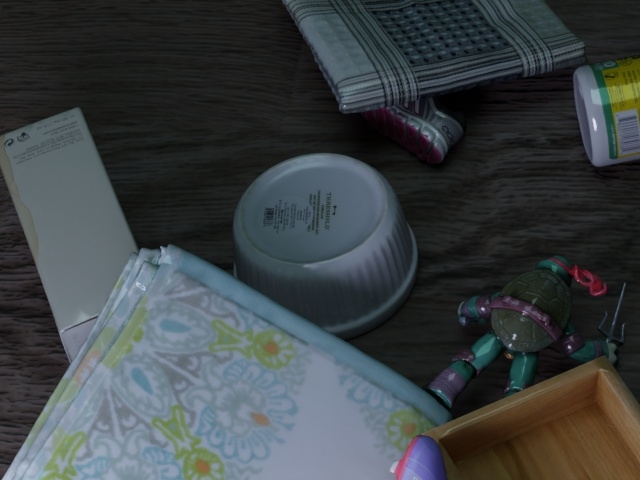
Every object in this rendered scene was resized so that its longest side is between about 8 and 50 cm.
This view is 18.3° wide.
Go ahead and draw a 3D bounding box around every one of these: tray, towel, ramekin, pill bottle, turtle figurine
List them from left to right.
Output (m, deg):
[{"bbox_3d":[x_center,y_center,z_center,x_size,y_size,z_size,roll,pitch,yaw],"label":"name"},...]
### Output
[{"bbox_3d":[-0.086,0.211,1.926,0.374,0.090,0.320,30,60,-2],"label":"towel"},{"bbox_3d":[0.000,0.000,2.166,0.207,0.109,0.207,-6,49,6],"label":"ramekin"},{"bbox_3d":[0.121,-0.280,2.373,0.312,0.056,0.324,-13,40,-12],"label":"towel"},{"bbox_3d":[0.209,0.095,2.043,0.175,0.118,0.234,23,63,28],"label":"turtle figurine"},{"bbox_3d":[0.275,0.312,1.824,0.202,0.076,0.411,-22,54,-13],"label":"tray"},{"bbox_3d":[0.395,-0.157,2.219,0.208,0.118,0.118,-11,48,2],"label":"pill bottle"}]

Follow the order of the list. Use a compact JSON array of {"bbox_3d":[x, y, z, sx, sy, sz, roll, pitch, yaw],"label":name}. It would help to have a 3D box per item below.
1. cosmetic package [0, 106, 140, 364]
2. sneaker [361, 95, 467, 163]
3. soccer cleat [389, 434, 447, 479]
[{"bbox_3d":[-0.254,0.020,2.167,0.113,0.160,0.309,-21,47,-6],"label":"cosmetic package"},{"bbox_3d":[0.106,-0.156,2.316,0.075,0.063,0.170,-34,53,-23],"label":"sneaker"},{"bbox_3d":[0.103,0.306,1.835,0.095,0.083,0.248,5,85,19],"label":"soccer cleat"}]
